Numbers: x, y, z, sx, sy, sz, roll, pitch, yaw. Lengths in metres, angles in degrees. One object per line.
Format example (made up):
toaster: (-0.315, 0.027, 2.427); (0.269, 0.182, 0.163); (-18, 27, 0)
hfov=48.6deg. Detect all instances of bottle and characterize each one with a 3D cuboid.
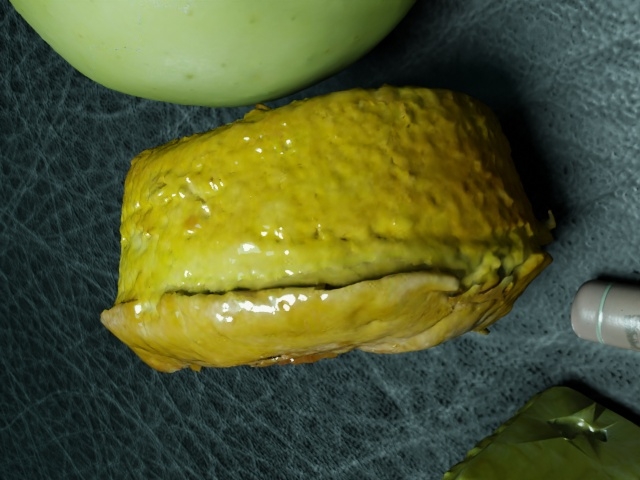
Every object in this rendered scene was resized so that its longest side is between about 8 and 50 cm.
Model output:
bottle: (0.269, 0.064, 0.546); (0.140, 0.053, 0.053); (9, 113, 41)

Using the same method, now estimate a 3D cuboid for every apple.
apple: (-0.085, -0.263, 0.531); (0.357, 0.357, 0.357); (18, 119, 37)

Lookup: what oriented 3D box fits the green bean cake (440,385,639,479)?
green bean cake: (0.206, 0.240, 0.548); (0.233, 0.236, 0.124); (33, 126, 31)

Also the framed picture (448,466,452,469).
framed picture: (0.181, 0.275, 0.749); (0.066, 0.007, 0.089); (-33, 84, 45)

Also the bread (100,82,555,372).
bread: (-0.003, 0.000, 0.602); (0.358, 0.337, 0.204); (-15, 76, 46)
